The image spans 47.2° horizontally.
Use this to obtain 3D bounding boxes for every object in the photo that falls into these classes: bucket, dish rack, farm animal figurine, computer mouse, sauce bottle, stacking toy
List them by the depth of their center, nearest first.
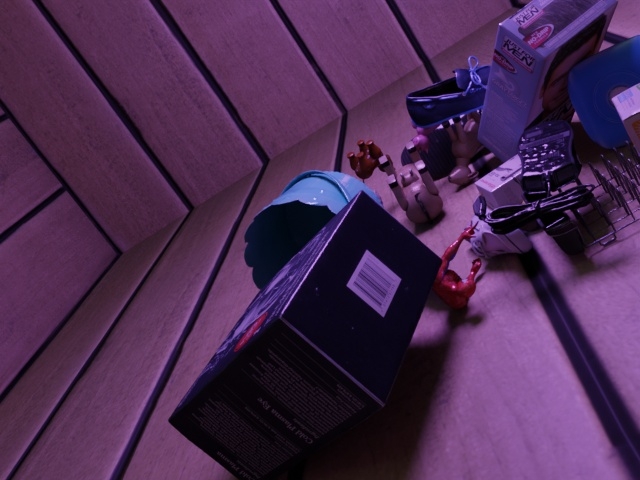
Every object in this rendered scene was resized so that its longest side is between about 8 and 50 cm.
[{"bbox_3d":[0.467,-0.087,1.145,0.271,0.074,0.208,-30,17,14],"label":"dish rack"},{"bbox_3d":[0.337,-0.093,1.185,0.184,0.060,0.262,-20,31,20],"label":"computer mouse"},{"bbox_3d":[0.381,-0.064,1.307,0.042,0.042,0.128,-21,19,39],"label":"sauce bottle"},{"bbox_3d":[0.597,-0.305,1.419,0.166,0.175,0.302,-24,8,34],"label":"stacking toy"},{"bbox_3d":[0.000,0.000,1.496,0.281,0.281,0.183,-24,16,32],"label":"bucket"},{"bbox_3d":[0.231,-0.150,1.658,0.330,0.172,0.326,-18,34,25],"label":"farm animal figurine"}]

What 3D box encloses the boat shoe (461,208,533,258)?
[{"bbox_3d":[0.297,-0.001,1.255,0.076,0.083,0.226,-45,4,6],"label":"boat shoe"}]

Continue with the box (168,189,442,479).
[{"bbox_3d":[-0.016,0.146,1.101,0.312,0.179,0.343,-46,6,37],"label":"box"}]

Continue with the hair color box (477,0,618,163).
[{"bbox_3d":[0.430,-0.317,1.437,0.185,0.113,0.374,-39,-23,-12],"label":"hair color box"}]

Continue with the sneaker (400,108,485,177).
[{"bbox_3d":[0.358,-0.257,1.811,0.330,0.122,0.146,-28,0,26],"label":"sneaker"}]

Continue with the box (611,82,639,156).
[{"bbox_3d":[0.480,-0.114,0.960,0.103,0.203,0.114,-27,18,24],"label":"box"}]

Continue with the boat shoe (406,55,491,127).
[{"bbox_3d":[0.308,-0.326,1.575,0.258,0.089,0.109,-26,33,11],"label":"boat shoe"}]

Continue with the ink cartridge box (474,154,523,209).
[{"bbox_3d":[0.383,-0.118,1.429,0.135,0.056,0.099,-34,17,1],"label":"ink cartridge box"}]

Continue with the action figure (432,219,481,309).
[{"bbox_3d":[0.211,0.036,1.255,0.139,0.091,0.280,-47,17,-4],"label":"action figure"}]
